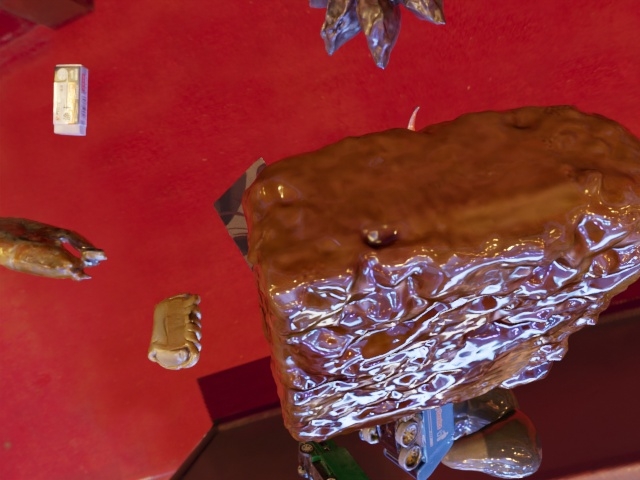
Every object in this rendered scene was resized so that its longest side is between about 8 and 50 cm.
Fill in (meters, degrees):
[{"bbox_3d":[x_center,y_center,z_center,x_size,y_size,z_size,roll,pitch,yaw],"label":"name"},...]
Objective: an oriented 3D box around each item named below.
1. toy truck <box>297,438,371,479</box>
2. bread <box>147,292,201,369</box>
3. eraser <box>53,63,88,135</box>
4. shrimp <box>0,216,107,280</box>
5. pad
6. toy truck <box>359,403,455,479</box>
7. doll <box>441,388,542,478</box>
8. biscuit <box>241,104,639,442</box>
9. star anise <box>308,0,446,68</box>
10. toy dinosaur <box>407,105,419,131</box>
[{"bbox_3d":[0.019,0.407,1.055,0.079,0.147,0.065,-12,120,-30],"label":"toy truck"},{"bbox_3d":[-0.375,0.237,1.587,0.134,0.225,0.081,-9,137,1],"label":"bread"},{"bbox_3d":[-0.445,-0.250,1.079,0.052,0.029,0.122,3,91,9],"label":"eraser"},{"bbox_3d":[-0.374,0.002,0.829,0.187,0.132,0.051,21,121,11],"label":"shrimp"},{"bbox_3d":[-0.173,-0.061,1.745,0.220,0.004,0.330,-43,61,14],"label":"pad"},{"bbox_3d":[0.182,0.341,1.303,0.146,0.175,0.367,23,128,48],"label":"toy truck"},{"bbox_3d":[0.348,0.439,1.559,0.382,0.378,0.252,-5,92,-3],"label":"doll"},{"bbox_3d":[0.103,0.048,0.593,0.342,0.395,0.166,-14,60,-11],"label":"biscuit"},{"bbox_3d":[0.100,-0.444,0.985,0.332,0.117,0.331,-5,83,41],"label":"star anise"},{"bbox_3d":[0.254,-0.216,1.618,0.101,0.055,0.279,-8,103,-9],"label":"toy dinosaur"}]
